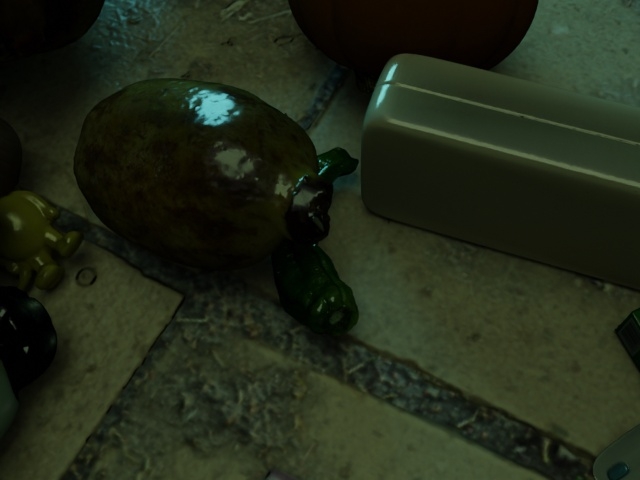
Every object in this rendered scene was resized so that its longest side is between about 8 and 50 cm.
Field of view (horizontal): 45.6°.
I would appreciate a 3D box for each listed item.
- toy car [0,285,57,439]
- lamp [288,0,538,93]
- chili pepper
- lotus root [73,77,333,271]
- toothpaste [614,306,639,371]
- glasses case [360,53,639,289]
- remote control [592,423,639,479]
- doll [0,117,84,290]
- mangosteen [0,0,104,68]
[{"bbox_3d":[-0.327,0.056,0.529,0.190,0.188,0.255,-20,102,21],"label":"toy car"},{"bbox_3d":[0.080,-0.224,0.670,0.223,0.197,0.223,6,27,-3],"label":"lamp"},{"bbox_3d":[-0.005,0.000,0.633,0.073,0.050,0.182,-20,52,26],"label":"chili pepper"},{"bbox_3d":[-0.092,-0.051,0.605,0.260,0.128,0.145,19,82,36],"label":"lotus root"},{"bbox_3d":[0.283,0.129,0.561,0.037,0.043,0.179,-19,63,-10],"label":"toothpaste"},{"bbox_3d":[0.199,-0.042,0.597,0.336,0.144,0.076,17,64,10],"label":"glasses case"},{"bbox_3d":[0.281,0.227,0.507,0.073,0.044,0.229,-48,58,23],"label":"remote control"},{"bbox_3d":[-0.300,-0.024,0.645,0.145,0.096,0.188,-35,92,5],"label":"doll"},{"bbox_3d":[-0.353,-0.324,0.663,0.381,0.381,0.421,-32,97,-14],"label":"mangosteen"}]
